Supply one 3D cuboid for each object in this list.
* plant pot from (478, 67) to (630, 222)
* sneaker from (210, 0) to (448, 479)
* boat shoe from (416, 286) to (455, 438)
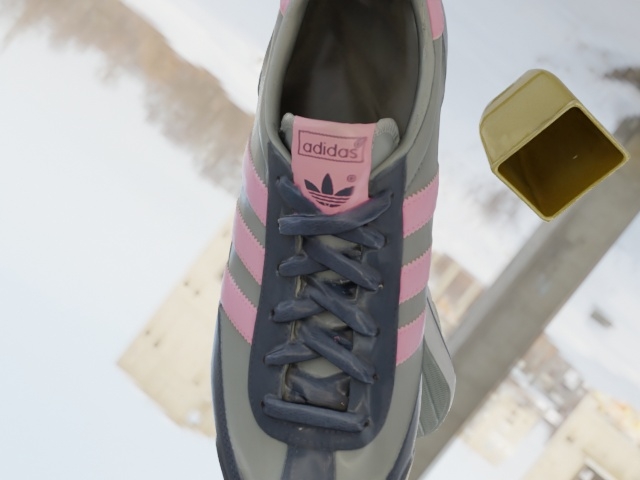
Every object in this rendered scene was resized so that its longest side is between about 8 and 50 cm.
[{"bbox_3d":[0.167,-0.082,1.158,0.081,0.081,0.083,39,-160,-38],"label":"plant pot"},{"bbox_3d":[0.000,0.000,0.739,0.112,0.319,0.131,3,169,5],"label":"sneaker"},{"bbox_3d":[0.064,0.067,1.197,0.083,0.076,0.226,1,140,7],"label":"boat shoe"}]
